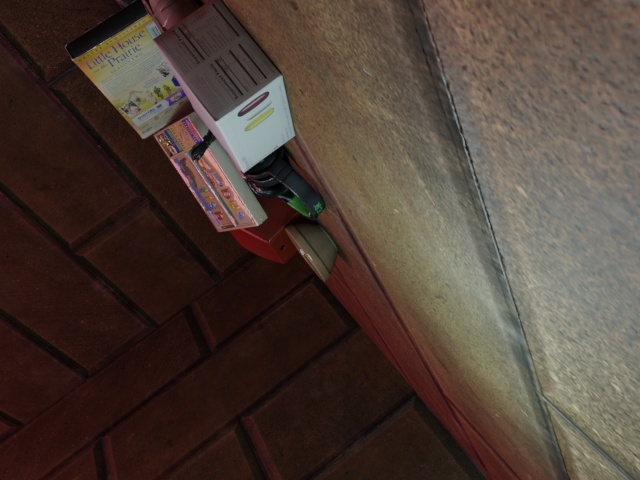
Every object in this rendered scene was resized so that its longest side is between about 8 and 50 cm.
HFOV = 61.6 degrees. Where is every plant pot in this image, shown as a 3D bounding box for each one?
[{"bbox_3d":[-0.180,-0.072,2.036,0.236,0.267,0.267,36,166,32],"label":"plant pot"},{"bbox_3d":[-0.015,0.022,1.872,0.237,0.110,0.237,53,175,7],"label":"plant pot"}]

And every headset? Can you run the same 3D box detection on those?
[{"bbox_3d":[-0.168,-0.180,1.482,0.394,0.185,0.243,41,173,8],"label":"headset"}]

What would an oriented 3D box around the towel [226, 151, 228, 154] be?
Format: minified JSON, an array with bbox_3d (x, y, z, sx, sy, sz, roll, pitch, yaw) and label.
[{"bbox_3d":[-0.382,-0.350,2.001,0.076,0.228,0.308,55,175,-17],"label":"towel"}]

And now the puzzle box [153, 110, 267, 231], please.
[{"bbox_3d":[-0.366,-0.213,1.773,0.272,0.052,0.409,-7,120,51],"label":"puzzle box"}]

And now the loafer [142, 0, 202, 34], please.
[{"bbox_3d":[-0.318,-0.493,1.147,0.319,0.112,0.111,51,-177,30],"label":"loafer"}]

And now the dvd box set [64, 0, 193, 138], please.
[{"bbox_3d":[-0.483,-0.490,1.546,0.062,0.308,0.420,54,176,18],"label":"dvd box set"}]

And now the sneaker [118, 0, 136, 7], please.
[{"bbox_3d":[-0.665,-0.869,1.726,0.121,0.108,0.302,54,175,40],"label":"sneaker"}]

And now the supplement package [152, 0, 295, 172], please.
[{"bbox_3d":[-0.175,-0.288,1.052,0.204,0.145,0.262,52,175,11],"label":"supplement package"}]

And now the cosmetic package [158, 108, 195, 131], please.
[{"bbox_3d":[-0.537,-0.476,1.959,0.296,0.153,0.129,-140,33,-73],"label":"cosmetic package"}]

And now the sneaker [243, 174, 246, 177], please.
[{"bbox_3d":[-0.289,-0.304,2.027,0.110,0.107,0.275,38,180,-19],"label":"sneaker"}]

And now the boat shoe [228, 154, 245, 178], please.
[{"bbox_3d":[-0.384,-0.408,2.388,0.305,0.091,0.109,51,138,2],"label":"boat shoe"}]
